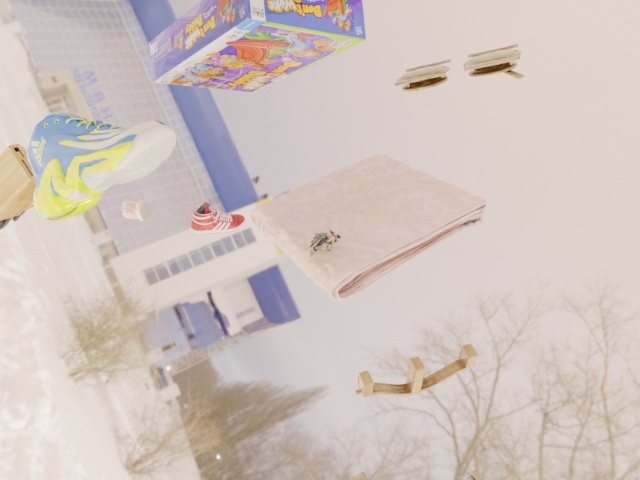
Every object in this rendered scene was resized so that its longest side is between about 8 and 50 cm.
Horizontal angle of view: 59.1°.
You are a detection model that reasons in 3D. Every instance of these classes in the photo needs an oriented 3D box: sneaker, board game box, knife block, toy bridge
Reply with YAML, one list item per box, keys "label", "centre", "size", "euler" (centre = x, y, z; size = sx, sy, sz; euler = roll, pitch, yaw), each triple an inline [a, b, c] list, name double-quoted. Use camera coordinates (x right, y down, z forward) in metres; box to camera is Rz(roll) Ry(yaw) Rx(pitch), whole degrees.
- label: "sneaker"
  centre: [-0.288, -0.117, 0.692]
  size: [0.091, 0.240, 0.126]
  euler: [-23, 89, -64]
- label: "sneaker"
  centre: [-0.460, -0.075, 1.389]
  size: [0.134, 0.070, 0.051]
  euler: [166, -70, -83]
- label: "board game box"
  centre: [-0.123, -0.352, 1.000]
  size: [0.347, 0.233, 0.078]
  euler: [-4, -88, 52]
- label: "knife block"
  centre: [-0.750, -0.098, 1.299]
  size: [0.088, 0.242, 0.276]
  euler: [57, -16, -3]
- label: "sneaker"
  centre: [-0.208, -0.051, 1.164]
  size: [0.042, 0.118, 0.067]
  euler: [56, -34, 36]
- label: "toy bridge"
  centre: [0.140, 0.202, 0.838]
  size: [0.026, 0.188, 0.063]
  euler: [-117, -160, -47]

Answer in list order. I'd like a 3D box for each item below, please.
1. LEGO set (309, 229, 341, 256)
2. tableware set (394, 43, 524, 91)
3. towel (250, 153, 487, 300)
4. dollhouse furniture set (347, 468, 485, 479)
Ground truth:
- label: "LEGO set"
  centre: [0.002, -0.002, 0.880]
  size: [0.023, 0.054, 0.083]
  euler: [43, -32, -14]
- label: "tableware set"
  centre: [0.220, -0.263, 0.901]
  size: [0.128, 0.194, 0.039]
  euler: [-57, 136, -58]
- label: "towel"
  centre: [0.073, -0.042, 1.017]
  size: [0.332, 0.317, 0.053]
  euler: [39, -31, 53]
- label: "dollhouse furniture set"
  centre: [0.233, 0.398, 0.738]
  size: [0.355, 0.303, 0.173]
  euler: [57, -14, 34]
